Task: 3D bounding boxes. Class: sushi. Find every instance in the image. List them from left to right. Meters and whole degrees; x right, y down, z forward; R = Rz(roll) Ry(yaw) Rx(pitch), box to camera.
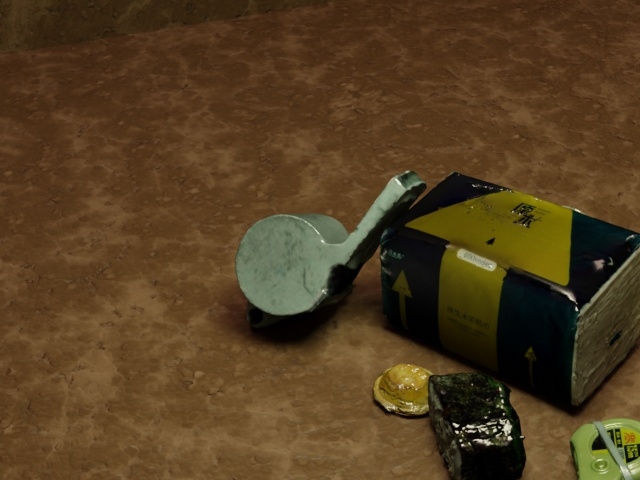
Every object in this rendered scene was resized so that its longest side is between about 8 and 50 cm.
[{"bbox_3d":[0.251,0.301,1.942,0.127,0.124,0.225,-9,30,-7],"label":"sushi"}]

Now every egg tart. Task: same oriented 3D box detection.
[{"bbox_3d":[0.154,0.248,2.092,0.129,0.049,0.128,-1,35,1],"label":"egg tart"}]

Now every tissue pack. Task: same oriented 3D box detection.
[{"bbox_3d":[0.337,0.075,2.142,0.417,0.253,0.264,22,43,35],"label":"tissue pack"}]

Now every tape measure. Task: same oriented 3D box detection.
[{"bbox_3d":[0.463,0.346,1.885,0.154,0.087,0.177,-13,33,9],"label":"tape measure"}]

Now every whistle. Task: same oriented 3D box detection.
[{"bbox_3d":[0.023,0.021,2.209,0.405,0.188,0.168,-20,-5,19],"label":"whistle"}]

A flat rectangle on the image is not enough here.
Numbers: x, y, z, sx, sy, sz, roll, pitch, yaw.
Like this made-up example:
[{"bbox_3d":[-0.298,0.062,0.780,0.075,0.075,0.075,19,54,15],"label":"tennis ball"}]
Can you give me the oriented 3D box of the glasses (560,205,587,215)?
[{"bbox_3d":[0.424,-0.002,2.380,0.190,0.088,0.220,14,39,23],"label":"glasses"}]
